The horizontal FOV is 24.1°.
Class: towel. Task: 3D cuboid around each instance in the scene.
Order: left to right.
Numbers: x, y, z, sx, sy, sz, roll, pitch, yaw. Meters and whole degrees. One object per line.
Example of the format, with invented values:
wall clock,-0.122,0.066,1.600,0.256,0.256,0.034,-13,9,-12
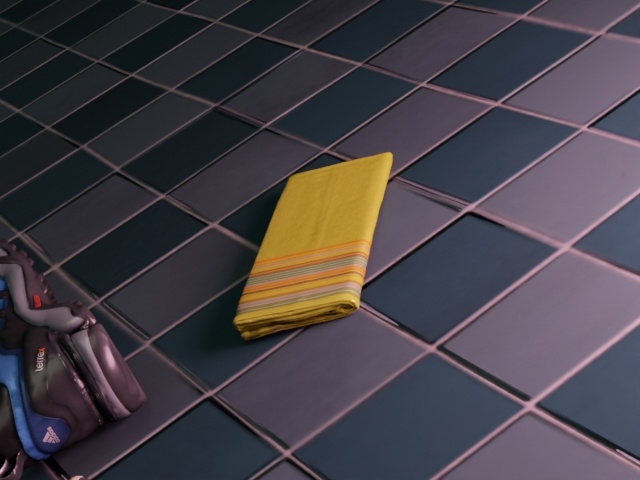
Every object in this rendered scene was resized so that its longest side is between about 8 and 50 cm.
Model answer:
towel,0.000,0.000,1.237,0.102,0.021,0.237,-11,29,18

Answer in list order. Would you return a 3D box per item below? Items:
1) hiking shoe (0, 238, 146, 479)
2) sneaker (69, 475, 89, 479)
hiking shoe,-0.263,0.087,1.209,0.132,0.113,0.304,-35,27,-18
sneaker,-0.157,0.192,1.025,0.037,0.032,0.083,-11,32,1
